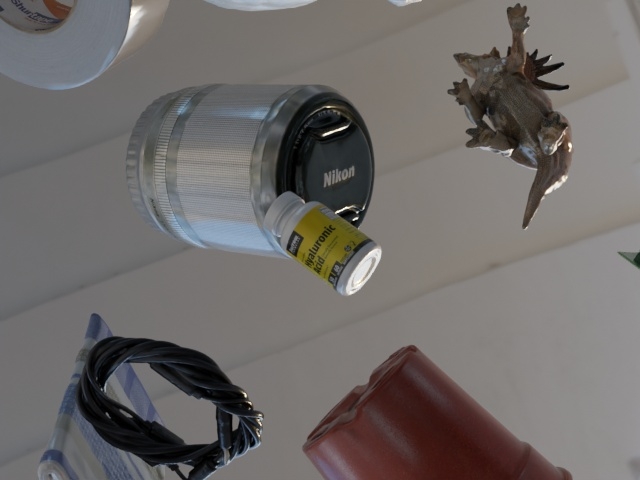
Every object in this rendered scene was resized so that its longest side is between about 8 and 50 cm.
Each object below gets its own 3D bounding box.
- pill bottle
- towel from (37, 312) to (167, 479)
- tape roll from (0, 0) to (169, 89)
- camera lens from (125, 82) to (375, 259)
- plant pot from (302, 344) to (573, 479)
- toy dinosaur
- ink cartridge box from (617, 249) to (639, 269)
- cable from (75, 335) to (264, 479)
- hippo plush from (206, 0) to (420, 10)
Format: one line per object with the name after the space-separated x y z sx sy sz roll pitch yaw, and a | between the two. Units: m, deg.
0.000 0.000 1.143 0.116 0.065 0.065 36 -119 21 | pill bottle
-0.225 0.231 1.195 0.034 0.285 0.209 -19 -64 8 | towel
-0.240 -0.247 0.973 0.219 0.219 0.072 53 -143 -9 | tape roll
-0.085 -0.091 1.427 0.219 0.274 0.219 -12 -75 -52 | camera lens
0.136 0.296 1.442 0.265 0.272 0.272 48 -117 1 | plant pot
0.254 -0.151 1.367 0.200 0.127 0.296 27 -139 -60 | toy dinosaur
0.400 0.019 1.133 0.109 0.062 0.209 43 -156 31 | ink cartridge box
-0.143 0.158 1.047 0.184 0.150 0.047 48 -145 -23 | cable
-0.062 -0.204 0.403 0.234 0.294 0.237 7 -122 -23 | hippo plush
